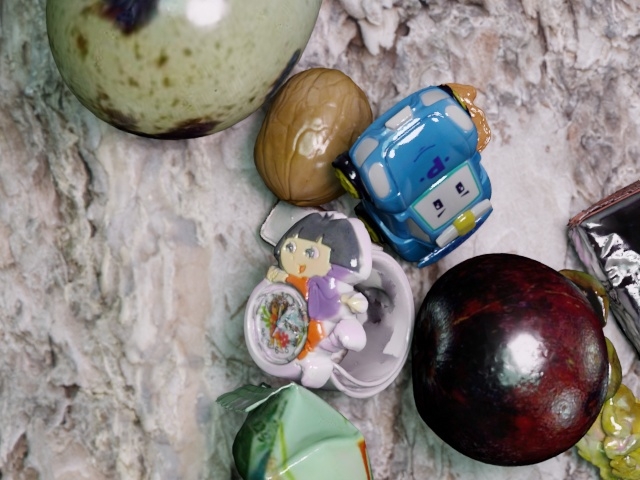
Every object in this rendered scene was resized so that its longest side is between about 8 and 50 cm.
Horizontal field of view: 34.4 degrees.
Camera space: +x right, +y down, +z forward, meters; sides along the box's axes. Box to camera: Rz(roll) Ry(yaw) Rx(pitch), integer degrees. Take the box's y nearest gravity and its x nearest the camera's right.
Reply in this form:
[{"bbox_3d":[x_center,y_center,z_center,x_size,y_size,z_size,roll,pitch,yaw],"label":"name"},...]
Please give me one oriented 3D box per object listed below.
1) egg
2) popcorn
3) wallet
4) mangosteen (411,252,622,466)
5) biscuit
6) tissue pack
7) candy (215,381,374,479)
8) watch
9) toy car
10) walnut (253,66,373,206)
[{"bbox_3d":[-0.174,-0.337,1.415,0.345,0.345,0.428,40,85,3],"label":"egg"},{"bbox_3d":[0.431,0.280,1.487,0.126,0.126,0.145,-10,70,-27],"label":"popcorn"},{"bbox_3d":[0.000,0.000,1.547,0.176,0.026,0.095,30,84,-3],"label":"wallet"},{"bbox_3d":[0.271,0.168,1.411,0.300,0.300,0.300,0,85,-1],"label":"mangosteen"},{"bbox_3d":[0.205,-0.176,1.569,0.102,0.019,0.130,-12,86,-1],"label":"biscuit"},{"bbox_3d":[0.552,0.003,1.511,0.332,0.123,0.245,-27,80,-6],"label":"tissue pack"},{"bbox_3d":[0.006,0.366,1.398,0.172,0.263,0.397,-24,85,-11],"label":"candy"},{"bbox_3d":[0.039,0.090,1.414,0.196,0.231,0.244,4,85,44],"label":"watch"},{"bbox_3d":[0.147,-0.075,1.420,0.198,0.314,0.166,-38,65,-5],"label":"toy car"},{"bbox_3d":[-0.007,-0.149,1.490,0.167,0.167,0.207,22,77,1],"label":"walnut"}]
